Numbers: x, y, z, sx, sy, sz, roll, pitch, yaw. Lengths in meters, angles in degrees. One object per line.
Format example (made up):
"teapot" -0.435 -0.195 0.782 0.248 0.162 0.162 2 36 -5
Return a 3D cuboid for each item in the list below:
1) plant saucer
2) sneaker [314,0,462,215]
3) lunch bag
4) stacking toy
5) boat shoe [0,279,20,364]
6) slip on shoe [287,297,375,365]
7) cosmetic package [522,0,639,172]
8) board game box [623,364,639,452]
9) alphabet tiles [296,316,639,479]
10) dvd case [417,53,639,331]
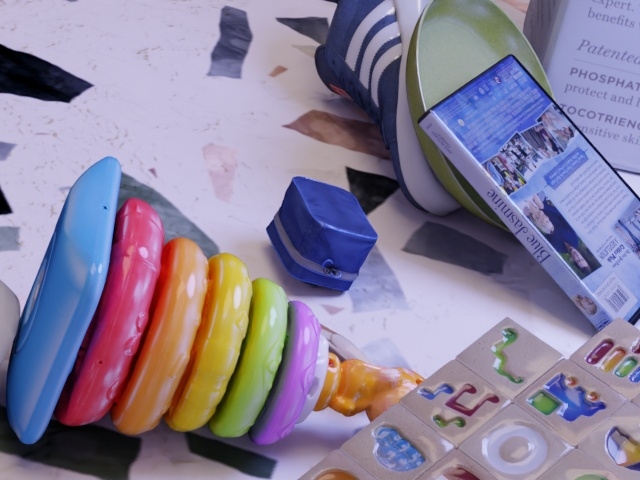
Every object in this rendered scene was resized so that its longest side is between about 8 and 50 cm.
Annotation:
"plant saucer" 0.148 -0.116 1.496 0.037 0.241 0.241 -20 12 35
"sneaker" 0.069 -0.150 1.588 0.131 0.148 0.350 39 36 -38
"lunch bag" 0.000 0.000 1.351 0.067 0.065 0.098 16 26 -26
"stacking toy" -0.057 0.080 1.139 0.301 0.166 0.175 18 30 -14
"boat shoe" -0.272 0.084 1.059 0.084 0.095 0.258 52 22 -21
"slip on shoe" -0.006 0.085 1.235 0.135 0.051 0.041 36 77 21
"cosmetic package" 0.411 -0.301 1.673 0.327 0.394 0.329 13 30 0
"board game box" 0.212 0.172 1.092 0.259 0.030 0.136 -37 55 -25
"alphabet tiles" 0.149 0.185 1.049 0.342 0.011 0.285 -35 53 -28
"dvd case" 0.210 -0.043 1.426 0.253 0.022 0.180 49 37 3
